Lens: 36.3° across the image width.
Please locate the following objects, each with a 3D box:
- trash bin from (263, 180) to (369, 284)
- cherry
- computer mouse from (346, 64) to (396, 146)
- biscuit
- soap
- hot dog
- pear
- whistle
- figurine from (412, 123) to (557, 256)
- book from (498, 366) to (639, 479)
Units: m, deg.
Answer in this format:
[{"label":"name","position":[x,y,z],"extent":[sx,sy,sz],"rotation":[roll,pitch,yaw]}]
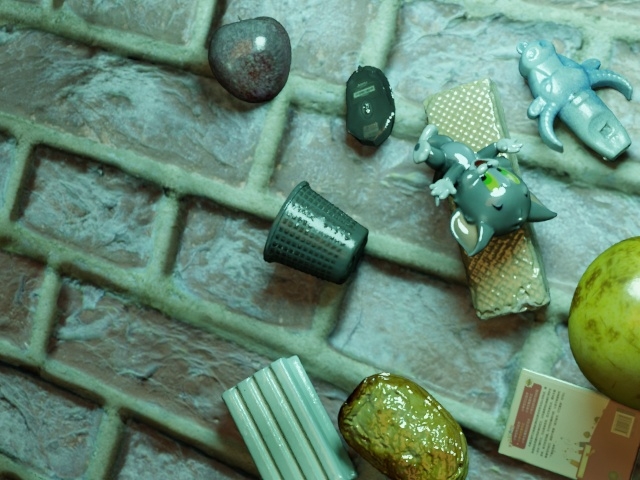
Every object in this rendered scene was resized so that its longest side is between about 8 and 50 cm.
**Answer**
[{"label":"trash bin","position":[0.000,0.000,1.847],"extent":[0.161,0.175,0.175],"rotation":[29,99,9]},{"label":"cherry","position":[-0.141,-0.358,1.924],"extent":[0.176,0.140,0.176],"rotation":[1,95,10]},{"label":"computer mouse","position":[0.098,-0.254,1.864],"extent":[0.099,0.057,0.172],"rotation":[-17,70,24]},{"label":"biscuit","position":[0.302,-0.074,1.754],"extent":[0.144,0.078,0.426],"rotation":[-15,83,21]},{"label":"soap","position":[-0.060,0.376,1.887],"extent":[0.159,0.087,0.265],"rotation":[-34,75,19]},{"label":"hot dog","position":[0.160,0.364,1.782],"extent":[0.259,0.114,0.175],"rotation":[41,99,17]},{"label":"pear","position":[0.526,0.130,1.550],"extent":[0.280,0.280,0.281],"rotation":[-1,87,23]},{"label":"whistle","position":[0.434,-0.249,1.696],"extent":[0.180,0.093,0.269],"rotation":[-39,74,-9]},{"label":"figurine","position":[0.244,-0.096,1.662],"extent":[0.265,0.193,0.140],"rotation":[31,138,41]},{"label":"book","position":[0.442,0.335,1.707],"extent":[0.231,0.022,0.162],"rotation":[16,92,23]}]
